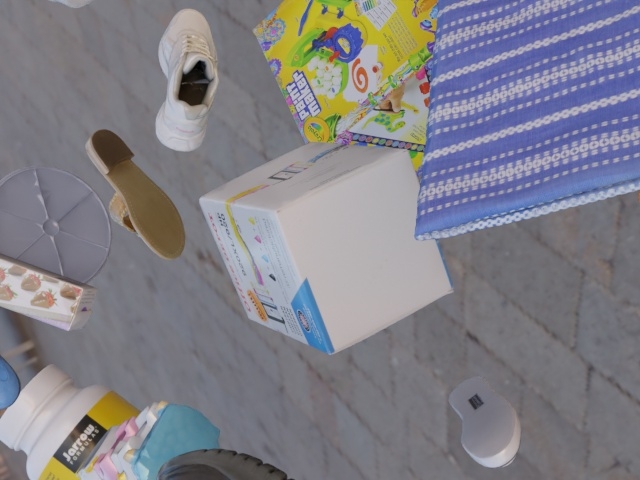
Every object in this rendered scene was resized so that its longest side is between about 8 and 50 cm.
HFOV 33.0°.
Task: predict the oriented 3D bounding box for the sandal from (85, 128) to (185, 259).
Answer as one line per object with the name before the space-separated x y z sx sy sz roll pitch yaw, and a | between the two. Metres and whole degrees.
sandal | -0.308 -0.062 1.743 0.079 0.088 0.240 -35 88 46

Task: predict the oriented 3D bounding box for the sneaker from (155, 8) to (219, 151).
sneaker | -0.178 -0.247 1.540 0.115 0.090 0.232 131 141 -55

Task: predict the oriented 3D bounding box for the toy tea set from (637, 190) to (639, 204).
toy tea set | 0.373 -0.087 1.037 0.200 0.124 0.336 18 158 46

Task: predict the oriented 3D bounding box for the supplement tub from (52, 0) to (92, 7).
supplement tub | -0.388 -0.423 1.230 0.325 0.235 0.235 25 150 5

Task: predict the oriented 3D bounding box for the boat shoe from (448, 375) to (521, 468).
boat shoe | 0.265 0.298 1.676 0.088 0.096 0.267 54 180 -13

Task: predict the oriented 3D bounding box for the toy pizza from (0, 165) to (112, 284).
toy pizza | -0.411 -0.015 1.624 0.032 0.201 0.201 -27 90 53

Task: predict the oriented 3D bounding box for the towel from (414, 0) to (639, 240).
towel | 0.180 -0.168 0.758 0.243 0.336 0.040 -16 139 33

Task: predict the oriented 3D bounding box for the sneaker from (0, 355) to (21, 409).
sneaker | -0.404 0.108 1.119 0.209 0.069 0.082 41 165 -8

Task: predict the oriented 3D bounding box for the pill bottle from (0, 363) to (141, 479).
pill bottle | -0.332 0.348 1.686 0.334 0.188 0.188 36 154 3

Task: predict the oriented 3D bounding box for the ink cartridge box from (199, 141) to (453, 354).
ink cartridge box | 0.000 0.000 1.215 0.233 0.168 0.171 13 127 64

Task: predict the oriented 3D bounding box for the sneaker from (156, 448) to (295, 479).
sneaker | -0.036 0.277 0.885 0.341 0.139 0.125 14 143 39

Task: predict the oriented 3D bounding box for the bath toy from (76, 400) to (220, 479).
bath toy | -0.198 0.282 1.249 0.129 0.151 0.348 37 157 -9

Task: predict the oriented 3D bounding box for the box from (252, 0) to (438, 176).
box | 0.093 -0.264 1.540 0.177 0.279 0.290 29 -150 -47

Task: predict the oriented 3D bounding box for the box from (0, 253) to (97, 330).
box | -0.472 0.044 1.497 0.324 0.063 0.067 19 179 7
